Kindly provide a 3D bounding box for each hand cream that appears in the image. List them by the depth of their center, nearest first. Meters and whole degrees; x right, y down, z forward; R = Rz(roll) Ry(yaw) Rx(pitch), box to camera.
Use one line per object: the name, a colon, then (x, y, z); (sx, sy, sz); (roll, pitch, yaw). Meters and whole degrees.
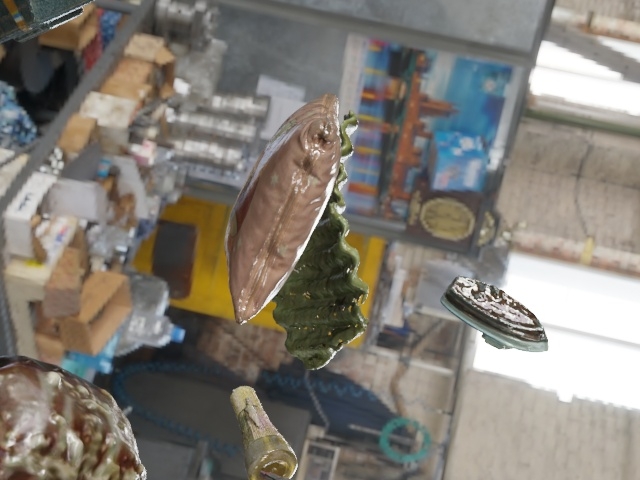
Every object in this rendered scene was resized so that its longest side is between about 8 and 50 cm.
hand cream: (-0.104, 0.319, 1.686); (0.203, 0.084, 0.084); (-120, -146, -53)

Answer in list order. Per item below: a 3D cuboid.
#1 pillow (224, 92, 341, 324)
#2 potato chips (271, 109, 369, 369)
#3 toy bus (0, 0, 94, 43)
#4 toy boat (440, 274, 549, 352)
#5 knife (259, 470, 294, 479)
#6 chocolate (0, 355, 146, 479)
pillow: (-0.040, -0.045, 1.070); (0.223, 0.084, 0.236); (-60, -170, 16)
potato chips: (-0.001, 0.005, 1.659); (0.389, 0.097, 0.373); (120, -28, -54)
toy bus: (-0.435, -0.344, 1.345); (0.138, 0.275, 0.167); (-42, 114, -45)
toy boat: (0.207, 0.096, 1.193); (0.059, 0.140, 0.066); (-50, 160, -37)
knife: (-0.056, 0.306, 1.277); (0.247, 0.035, 0.018); (141, -32, -75)
chocolate: (-0.407, 0.329, 1.515); (0.340, 0.210, 0.225); (39, 87, -39)
